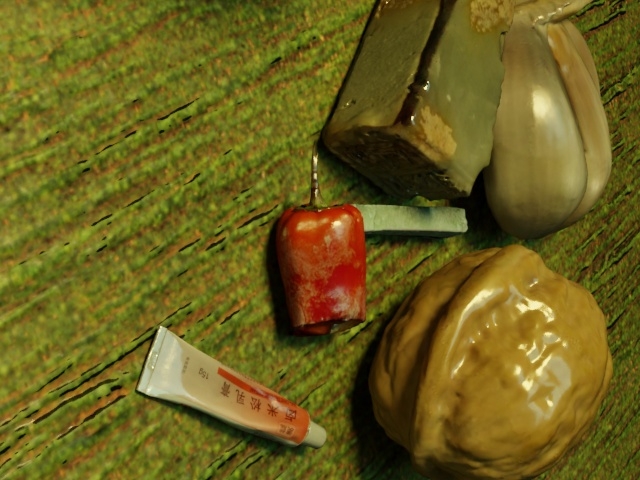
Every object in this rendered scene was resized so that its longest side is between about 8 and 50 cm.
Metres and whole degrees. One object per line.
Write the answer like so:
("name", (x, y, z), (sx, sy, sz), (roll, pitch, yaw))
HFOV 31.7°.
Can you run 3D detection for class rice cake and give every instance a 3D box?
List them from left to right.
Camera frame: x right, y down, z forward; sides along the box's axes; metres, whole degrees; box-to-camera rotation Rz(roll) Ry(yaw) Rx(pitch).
("rice cake", (0.081, -0.019, 1.196), (0.211, 0.043, 0.034), (0, 82, -48))

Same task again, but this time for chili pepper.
("chili pepper", (0.000, 0.000, 1.078), (0.086, 0.084, 0.192), (-26, 112, -80))

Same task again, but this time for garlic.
("garlic", (0.261, -0.135, 1.307), (0.279, 0.132, 0.325), (-35, 119, -55))

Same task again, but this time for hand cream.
("hand cream", (-0.073, 0.144, 1.025), (0.216, 0.038, 0.052), (32, 37, -38))

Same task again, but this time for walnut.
("walnut", (0.170, 0.132, 1.146), (0.257, 0.224, 0.257), (-36, 138, -40))

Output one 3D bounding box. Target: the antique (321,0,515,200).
("antique", (0.117, -0.195, 1.185), (0.150, 0.125, 0.284), (36, 63, -42))
